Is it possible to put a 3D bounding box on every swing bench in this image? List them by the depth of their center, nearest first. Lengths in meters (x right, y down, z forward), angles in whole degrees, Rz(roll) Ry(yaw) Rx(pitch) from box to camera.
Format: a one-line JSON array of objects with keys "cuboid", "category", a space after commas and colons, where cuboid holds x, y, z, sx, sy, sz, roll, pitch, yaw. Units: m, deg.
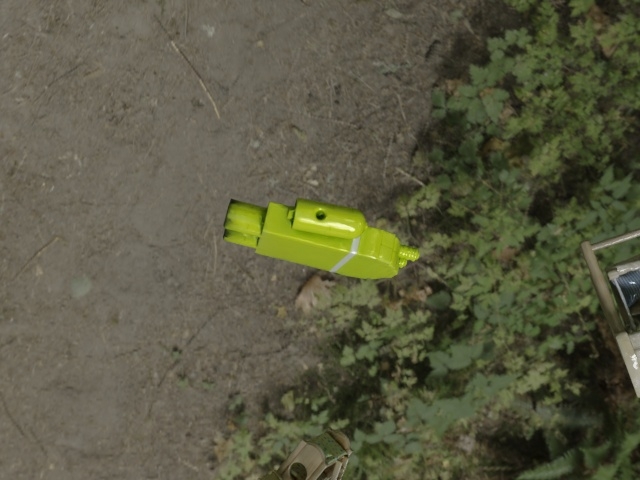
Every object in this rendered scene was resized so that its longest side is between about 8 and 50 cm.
[{"cuboid": [0.602, 0.098, 1.155, 0.253, 0.254, 0.165, -21, 147, 17], "category": "swing bench"}]

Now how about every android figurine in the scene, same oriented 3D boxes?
[{"cuboid": [0.000, 0.000, 0.986, 0.273, 0.248, 0.056, 12, 77, -5], "category": "android figurine"}]

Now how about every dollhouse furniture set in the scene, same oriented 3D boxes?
[{"cuboid": [0.011, 0.396, 1.106, 0.101, 0.161, 0.182, -53, 159, 13], "category": "dollhouse furniture set"}]
